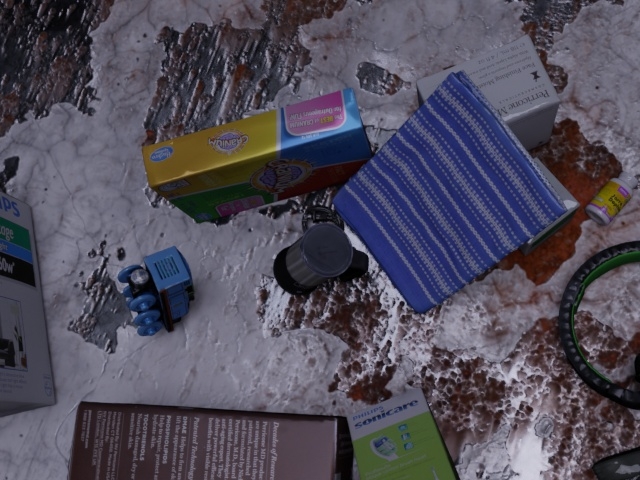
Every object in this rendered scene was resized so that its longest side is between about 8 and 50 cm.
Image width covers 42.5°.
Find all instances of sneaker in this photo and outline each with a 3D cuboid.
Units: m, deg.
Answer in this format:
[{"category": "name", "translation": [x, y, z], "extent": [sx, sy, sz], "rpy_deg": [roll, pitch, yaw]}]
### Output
[{"category": "sneaker", "translation": [0.511, 0.338, 1.146], "extent": [0.227, 0.087, 0.130], "rpy_deg": [-21, 77, 7]}]

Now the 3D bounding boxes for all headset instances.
[{"category": "headset", "translation": [0.543, 0.153, 1.177], "extent": [0.394, 0.185, 0.243], "rpy_deg": [21, 77, 29]}]

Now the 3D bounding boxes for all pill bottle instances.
[{"category": "pill bottle", "translation": [0.450, -0.066, 1.266], "extent": [0.043, 0.043, 0.083], "rpy_deg": [41, 87, 15]}]

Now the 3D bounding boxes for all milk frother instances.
[{"category": "milk frother", "translation": [0.000, 0.000, 1.279], "extent": [0.129, 0.134, 0.143], "rpy_deg": [-7, 77, -24]}]

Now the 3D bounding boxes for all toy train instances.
[{"category": "toy train", "translation": [-0.250, 0.085, 1.284], "extent": [0.105, 0.184, 0.080], "rpy_deg": [-21, 65, -15]}]

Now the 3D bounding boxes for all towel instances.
[{"category": "towel", "translation": [0.165, -0.053, 1.187], "extent": [0.040, 0.336, 0.243], "rpy_deg": [-28, 79, -40]}]

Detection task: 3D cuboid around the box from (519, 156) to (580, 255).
[{"category": "box", "translation": [0.322, -0.050, 1.261], "extent": [0.101, 0.087, 0.102], "rpy_deg": [-38, 75, -1]}]

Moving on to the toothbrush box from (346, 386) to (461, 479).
[{"category": "toothbrush box", "translation": [0.140, 0.365, 1.066], "extent": [0.122, 0.283, 0.206], "rpy_deg": [-22, 117, 5]}]

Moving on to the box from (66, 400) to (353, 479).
[{"category": "box", "translation": [-0.150, 0.314, 1.205], "extent": [0.381, 0.191, 0.143], "rpy_deg": [3, 78, 10]}]

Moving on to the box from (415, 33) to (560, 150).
[{"category": "box", "translation": [0.252, -0.194, 1.257], "extent": [0.180, 0.182, 0.119], "rpy_deg": [-23, 74, 3]}]

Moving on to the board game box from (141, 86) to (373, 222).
[{"category": "board game box", "translation": [-0.081, -0.122, 1.266], "extent": [0.316, 0.242, 0.064], "rpy_deg": [-15, 77, 6]}]

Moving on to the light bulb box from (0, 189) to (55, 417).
[{"category": "light bulb box", "translation": [-0.655, 0.120, 1.314], "extent": [0.357, 0.225, 0.361], "rpy_deg": [-14, 75, 7]}]
